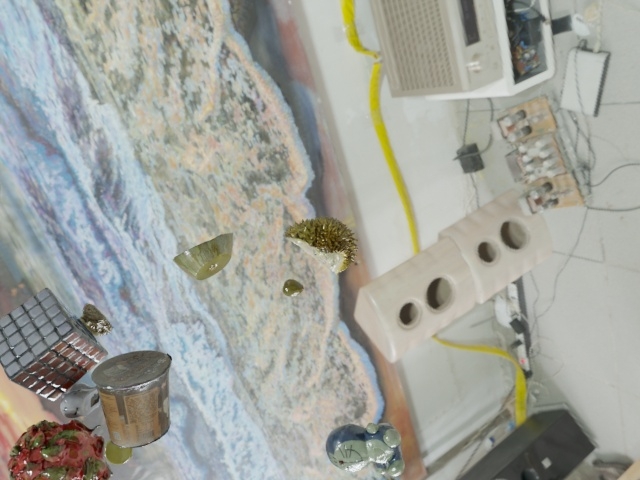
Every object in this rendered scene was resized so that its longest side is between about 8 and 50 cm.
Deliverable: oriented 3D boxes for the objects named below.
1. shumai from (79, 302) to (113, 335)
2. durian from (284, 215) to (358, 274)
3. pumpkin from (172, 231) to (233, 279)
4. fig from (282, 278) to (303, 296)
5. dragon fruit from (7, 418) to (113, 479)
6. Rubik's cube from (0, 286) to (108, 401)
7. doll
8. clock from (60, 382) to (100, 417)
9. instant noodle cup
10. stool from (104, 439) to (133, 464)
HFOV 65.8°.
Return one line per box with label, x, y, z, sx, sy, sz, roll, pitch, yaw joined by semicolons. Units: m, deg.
shumai;-0.867;0.322;1.863;0.145;0.116;0.145;28;141;26
durian;0.011;-0.006;1.387;0.183;0.138;0.250;40;-178;24
pumpkin;-0.371;0.061;1.641;0.110;0.217;0.217;65;159;11
fig;-0.108;0.193;2.003;0.074;0.088;0.074;0;-90;-78
dragon fruit;-0.797;0.688;1.525;0.302;0.231;0.237;46;-178;-9
Rubik's cube;-0.901;0.343;1.636;0.237;0.238;0.237;37;156;29
doll;0.145;0.693;1.662;0.154;0.258;0.228;-93;-9;-62
clock;-0.813;0.530;1.653;0.176;0.117;0.080;-46;-41;-85
instant noodle cup;-0.526;0.453;1.418;0.217;0.217;0.207;22;117;59
stool;-0.820;0.850;2.042;0.110;0.135;0.134;128;119;-84
